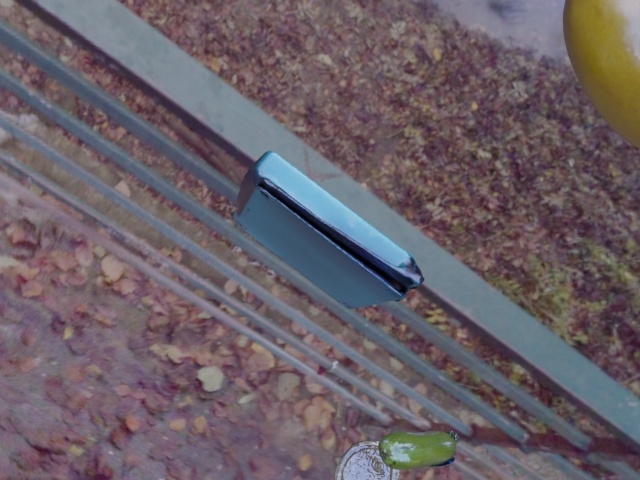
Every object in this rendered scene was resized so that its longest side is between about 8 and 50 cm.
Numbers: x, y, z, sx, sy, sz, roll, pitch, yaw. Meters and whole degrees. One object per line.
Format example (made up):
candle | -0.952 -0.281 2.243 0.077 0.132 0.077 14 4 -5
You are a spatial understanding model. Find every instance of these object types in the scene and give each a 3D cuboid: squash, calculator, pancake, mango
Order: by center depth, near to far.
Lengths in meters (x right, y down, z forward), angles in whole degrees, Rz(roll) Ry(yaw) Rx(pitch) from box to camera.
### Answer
mango | 0.464 -0.244 0.871 0.445 0.232 0.300 -3 76 -43
calculator | 0.000 0.000 0.916 0.248 0.274 0.058 37 74 -2
squash | 0.142 0.287 0.936 0.183 0.052 0.052 18 70 -47
pancake | 0.073 0.364 1.058 0.114 0.011 0.115 -2 95 -20
